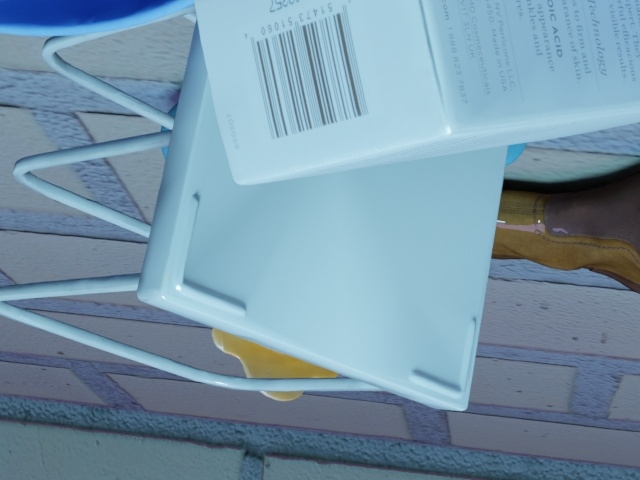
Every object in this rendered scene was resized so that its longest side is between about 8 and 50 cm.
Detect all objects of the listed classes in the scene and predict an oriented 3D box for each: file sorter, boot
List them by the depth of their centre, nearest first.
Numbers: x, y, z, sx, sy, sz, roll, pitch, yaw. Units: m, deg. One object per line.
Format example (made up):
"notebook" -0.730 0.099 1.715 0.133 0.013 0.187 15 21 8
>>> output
"file sorter" -0.030 -0.074 0.704 0.173 0.277 0.193 -4 159 45
"boot" 0.177 -0.031 1.095 0.280 0.096 0.264 10 171 19

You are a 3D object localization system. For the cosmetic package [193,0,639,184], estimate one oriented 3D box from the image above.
"cosmetic package" 0.078 -0.081 0.565 0.231 0.085 0.117 -13 -177 -44

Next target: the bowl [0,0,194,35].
"bowl" -0.178 -0.225 0.488 0.391 0.077 0.391 16 153 8

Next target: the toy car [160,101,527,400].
"toy car" 0.000 0.000 0.965 0.210 0.238 0.219 19 160 -29
